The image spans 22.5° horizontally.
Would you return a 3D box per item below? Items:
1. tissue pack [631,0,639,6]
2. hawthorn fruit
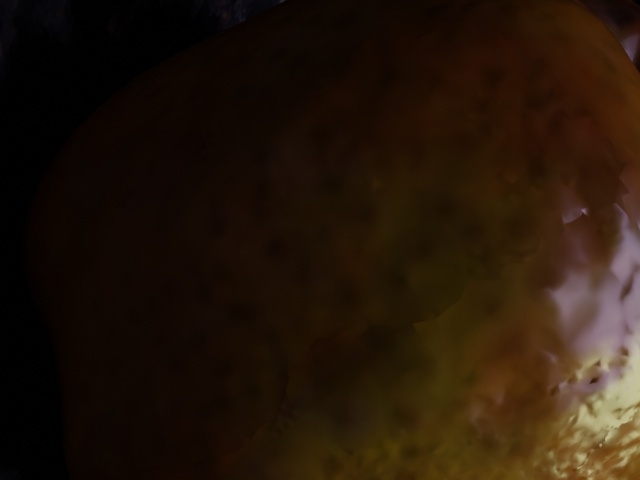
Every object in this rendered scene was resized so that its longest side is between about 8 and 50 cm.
[{"bbox_3d":[0.320,-0.285,1.757,0.245,0.123,0.332,-14,115,-55],"label":"tissue pack"},{"bbox_3d":[0.066,0.036,1.016,0.472,0.472,0.472,-39,137,-51],"label":"hawthorn fruit"}]
